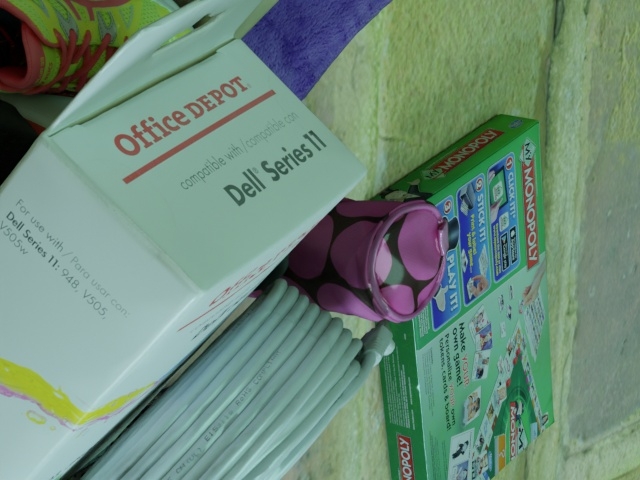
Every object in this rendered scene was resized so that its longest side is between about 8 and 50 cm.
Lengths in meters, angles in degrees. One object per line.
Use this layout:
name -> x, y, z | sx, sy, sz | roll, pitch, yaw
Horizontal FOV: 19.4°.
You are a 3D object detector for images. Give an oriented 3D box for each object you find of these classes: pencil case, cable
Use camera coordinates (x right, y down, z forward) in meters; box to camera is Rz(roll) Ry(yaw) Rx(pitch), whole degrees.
pencil case -> 0.000, 0.000, 1.320 | 0.098, 0.209, 0.095 | -21, 112, -38
cable -> -0.080, 0.137, 1.182 | 0.257, 0.089, 0.257 | -46, 179, 18

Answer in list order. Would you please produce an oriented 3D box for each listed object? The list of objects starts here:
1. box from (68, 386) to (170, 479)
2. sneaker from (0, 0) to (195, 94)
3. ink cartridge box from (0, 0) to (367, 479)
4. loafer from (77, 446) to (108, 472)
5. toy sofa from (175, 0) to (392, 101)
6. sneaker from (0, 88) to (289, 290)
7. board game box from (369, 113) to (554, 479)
box -> -0.120, 0.168, 1.358 | 0.207, 0.036, 0.114 | -7, 107, -53
sneaker -> -0.161, -0.114, 1.099 | 0.209, 0.094, 0.081 | 13, 126, -28
ink cartridge box -> -0.112, 0.016, 1.042 | 0.353, 0.119, 0.207 | -47, 175, 33
loafer -> -0.248, 0.150, 1.153 | 0.267, 0.096, 0.084 | -24, 83, -51
toy sofa -> 0.021, -0.242, 1.253 | 0.177, 0.150, 0.362 | 47, 54, -4
sneaker -> -0.138, -0.071, 1.223 | 0.270, 0.090, 0.145 | 22, 47, -31
board game box -> 0.130, 0.073, 1.664 | 0.213, 0.046, 0.317 | -34, 127, -45
